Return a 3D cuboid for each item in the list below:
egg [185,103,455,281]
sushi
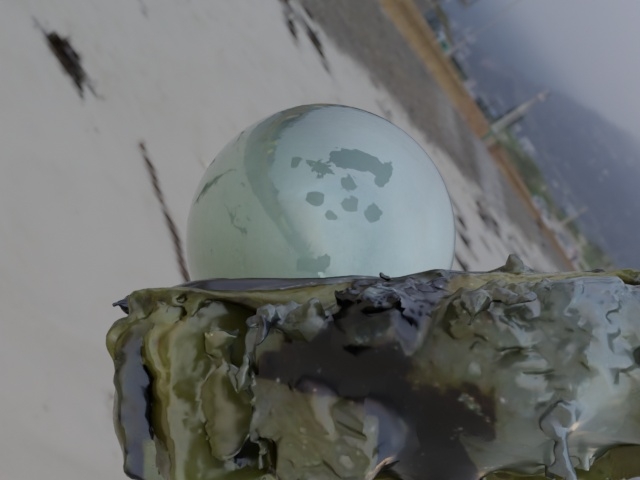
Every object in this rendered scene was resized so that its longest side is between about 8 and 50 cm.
[{"bbox_3d":[0.000,0.000,1.068,0.230,0.230,0.371,56,7,-4],"label":"egg"},{"bbox_3d":[0.046,0.076,0.569,0.131,0.290,0.139,26,61,-80],"label":"sushi"}]
